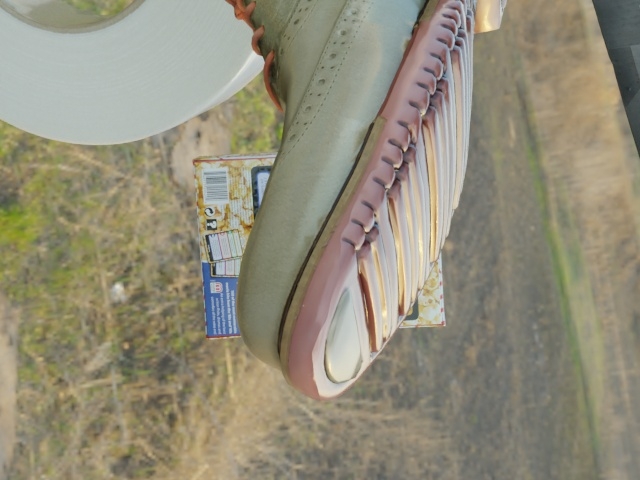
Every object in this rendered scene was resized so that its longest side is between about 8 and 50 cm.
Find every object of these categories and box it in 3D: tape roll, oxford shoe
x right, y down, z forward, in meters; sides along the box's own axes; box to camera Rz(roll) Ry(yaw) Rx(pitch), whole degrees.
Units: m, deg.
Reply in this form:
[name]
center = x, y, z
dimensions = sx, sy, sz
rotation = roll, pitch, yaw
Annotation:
[tape roll]
center = -0.185, -0.268, 0.782
dimensions = 0.072, 0.392, 0.392
rotation = -44, 123, -61
[oxford shoe]
center = 0.010, -0.086, 0.475
dimensions = 0.123, 0.130, 0.348
rotation = 85, 19, -51

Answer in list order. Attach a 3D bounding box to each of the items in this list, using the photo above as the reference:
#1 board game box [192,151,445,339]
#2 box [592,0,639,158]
[board game box]
center = 0.000, 0.000, 0.822
dimensions = 0.045, 0.194, 0.146
rotation = -84, 171, -82
[box]
center = 0.223, -0.071, 0.349
dimensions = 0.183, 0.233, 0.059
rotation = 61, 39, -31
